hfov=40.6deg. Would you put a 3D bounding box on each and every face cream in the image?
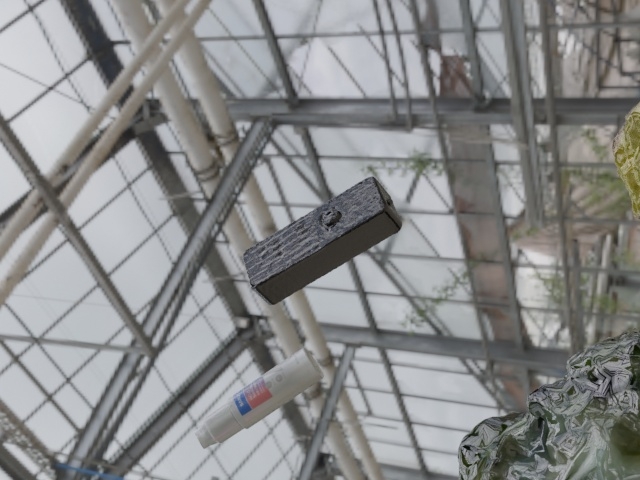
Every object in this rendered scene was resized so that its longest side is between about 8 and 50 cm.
[{"bbox_3d":[-0.059,0.147,0.787,0.034,0.130,0.034,55,-176,-6],"label":"face cream"}]

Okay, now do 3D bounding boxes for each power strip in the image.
[{"bbox_3d":[0.000,0.000,0.582,0.029,0.111,0.038,46,-163,-46],"label":"power strip"}]

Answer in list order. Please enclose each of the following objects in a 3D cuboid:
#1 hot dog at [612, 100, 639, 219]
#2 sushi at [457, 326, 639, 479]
[{"bbox_3d":[0.198,-0.047,0.221,0.123,0.261,0.093,5,-117,-32],"label":"hot dog"},{"bbox_3d":[0.197,0.173,0.345,0.178,0.351,0.294,22,-108,-48],"label":"sushi"}]
